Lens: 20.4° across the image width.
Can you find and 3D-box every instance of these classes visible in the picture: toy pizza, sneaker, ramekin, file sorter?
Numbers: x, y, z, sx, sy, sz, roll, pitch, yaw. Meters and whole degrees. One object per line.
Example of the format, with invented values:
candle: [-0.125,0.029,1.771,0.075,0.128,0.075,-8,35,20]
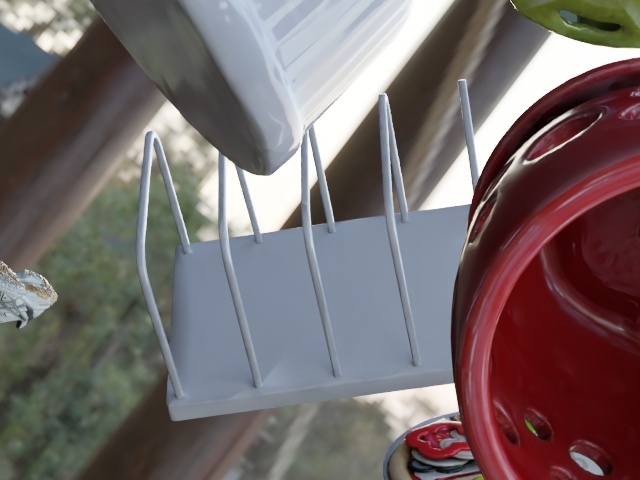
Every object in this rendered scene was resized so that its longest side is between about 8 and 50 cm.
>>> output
toy pizza: [0.148,0.171,1.348,0.201,0.032,0.201,1,24,-1]
sneaker: [-0.193,0.034,1.063,0.032,0.037,0.083,52,12,32]
ramekin: [-0.062,-0.178,0.923,0.273,0.127,0.273,51,-9,11]
file sorter: [0.000,0.000,1.417,0.193,0.277,0.173,-92,171,-49]

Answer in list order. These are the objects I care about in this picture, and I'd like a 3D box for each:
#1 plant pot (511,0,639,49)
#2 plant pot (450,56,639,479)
plant pot: [0.207,-0.273,1.147,0.276,0.254,0.276,11,-32,7]
plant pot: [0.145,0.020,0.745,0.191,0.191,0.174,38,17,-15]
